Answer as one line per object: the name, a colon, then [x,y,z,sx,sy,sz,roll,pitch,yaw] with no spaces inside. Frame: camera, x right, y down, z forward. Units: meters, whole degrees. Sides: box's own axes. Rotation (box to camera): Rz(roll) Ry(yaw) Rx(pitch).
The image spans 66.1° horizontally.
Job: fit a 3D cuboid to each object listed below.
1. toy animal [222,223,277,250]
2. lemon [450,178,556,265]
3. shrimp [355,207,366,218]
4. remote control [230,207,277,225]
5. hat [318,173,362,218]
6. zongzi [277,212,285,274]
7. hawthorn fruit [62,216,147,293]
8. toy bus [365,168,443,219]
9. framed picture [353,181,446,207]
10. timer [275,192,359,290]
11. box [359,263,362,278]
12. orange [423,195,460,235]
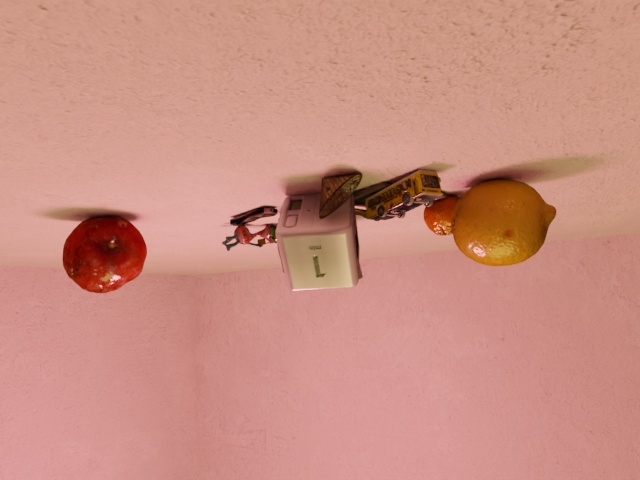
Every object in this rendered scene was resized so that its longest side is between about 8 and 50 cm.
toy animal: [-0.249,-0.006,1.776,0.208,0.100,0.103,-13,138,-23]
lemon: [0.468,-0.048,1.279,0.228,0.229,0.253,4,173,-43]
shrimp: [0.081,-0.072,1.498,0.198,0.051,0.262,10,174,3]
remote control: [-0.213,-0.074,1.550,0.059,0.028,0.212,5,169,-39]
hat: [0.026,-0.126,1.177,0.146,0.067,0.146,-44,169,-11]
zongzi: [-0.088,-0.002,1.515,0.099,0.198,0.194,8,168,-7]
hawthorn fruit: [-0.633,0.033,1.471,0.241,0.242,0.271,3,162,-36]
toy bus: [0.206,-0.104,1.242,0.081,0.074,0.226,2,165,-29]
framed picture: [0.203,-0.124,1.395,0.259,0.023,0.189,4,167,-39]
timer: [0.000,0.000,1.314,0.194,0.195,0.192,-5,-146,9]
box: [0.013,0.048,1.736,0.225,0.225,0.117,-11,-176,44]
orange: [0.376,-0.073,1.468,0.135,0.118,0.135,1,180,0]
